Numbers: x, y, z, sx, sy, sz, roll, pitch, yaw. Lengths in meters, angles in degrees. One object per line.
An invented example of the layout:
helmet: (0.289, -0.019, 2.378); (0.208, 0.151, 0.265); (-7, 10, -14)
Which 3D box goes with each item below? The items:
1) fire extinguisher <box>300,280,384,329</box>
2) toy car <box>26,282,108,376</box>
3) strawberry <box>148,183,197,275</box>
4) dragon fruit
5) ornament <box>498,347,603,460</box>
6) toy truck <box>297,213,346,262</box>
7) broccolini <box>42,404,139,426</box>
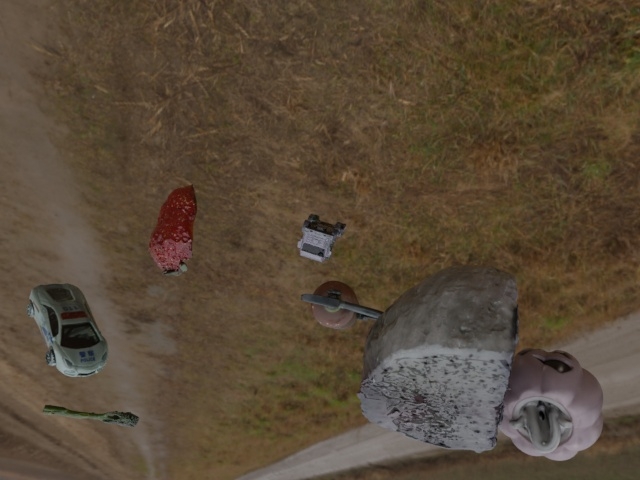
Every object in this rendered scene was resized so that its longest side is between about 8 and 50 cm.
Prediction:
fire extinguisher: (0.071, 0.164, 1.318); (0.200, 0.113, 0.376); (-8, 168, 6)
toy car: (-0.431, 0.148, 0.889); (0.095, 0.205, 0.056); (1, 125, -47)
strawberry: (-0.277, -0.024, 0.988); (0.082, 0.187, 0.147); (15, 166, -30)
dragon fruit: (0.176, 0.155, 0.775); (0.204, 0.221, 0.283); (8, 138, 16)
ornament: (0.370, 0.271, 0.854); (0.178, 0.177, 0.177); (7, 151, 4)
toy truck: (0.000, 0.000, 1.463); (0.110, 0.116, 0.216); (17, -169, 4)
broccolini: (-0.637, 0.483, 1.454); (0.254, 0.057, 0.071); (23, 112, -25)
